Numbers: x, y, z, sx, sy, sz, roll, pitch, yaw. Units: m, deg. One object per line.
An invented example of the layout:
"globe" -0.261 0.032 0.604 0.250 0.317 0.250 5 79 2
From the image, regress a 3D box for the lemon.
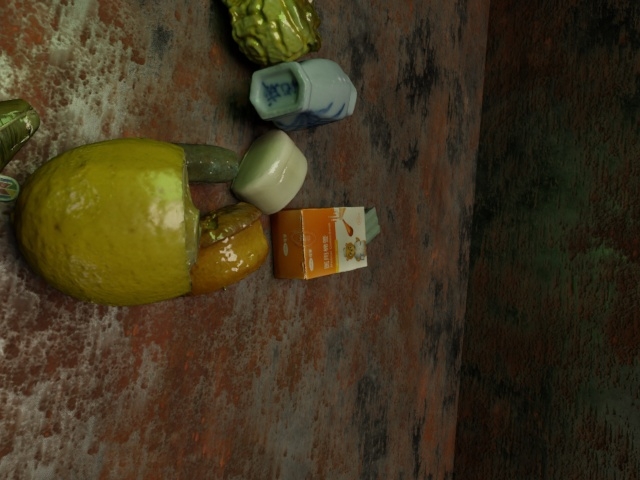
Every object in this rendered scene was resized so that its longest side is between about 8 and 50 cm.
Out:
"lemon" -0.412 -0.034 0.917 0.364 0.364 0.364 1 89 -50

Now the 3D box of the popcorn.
"popcorn" -0.126 -0.626 1.318 0.293 0.237 0.293 43 38 -48

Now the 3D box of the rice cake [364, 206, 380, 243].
"rice cake" 0.164 -0.044 1.793 0.237 0.043 0.127 -40 122 -51

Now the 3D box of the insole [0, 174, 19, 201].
"insole" -0.663 -0.109 0.850 0.193 0.006 0.065 10 82 -49

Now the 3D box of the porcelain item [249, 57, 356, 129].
"porcelain item" -0.037 -0.429 1.379 0.405 0.242 0.179 -33 113 -64

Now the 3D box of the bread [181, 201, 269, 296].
"bread" -0.251 0.020 1.210 0.340 0.179 0.194 -33 115 -45

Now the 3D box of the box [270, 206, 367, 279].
"box" 0.000 0.000 1.544 0.341 0.143 0.225 -7 95 -49

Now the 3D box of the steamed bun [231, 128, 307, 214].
"steamed bun" -0.139 -0.205 1.359 0.146 0.164 0.242 45 57 -39

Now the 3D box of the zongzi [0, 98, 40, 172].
"zongzi" -0.593 -0.151 0.861 0.205 0.094 0.204 -33 110 -46

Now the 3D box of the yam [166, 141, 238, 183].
"yam" -0.334 -0.195 1.173 0.259 0.106 0.106 -8 96 -50
